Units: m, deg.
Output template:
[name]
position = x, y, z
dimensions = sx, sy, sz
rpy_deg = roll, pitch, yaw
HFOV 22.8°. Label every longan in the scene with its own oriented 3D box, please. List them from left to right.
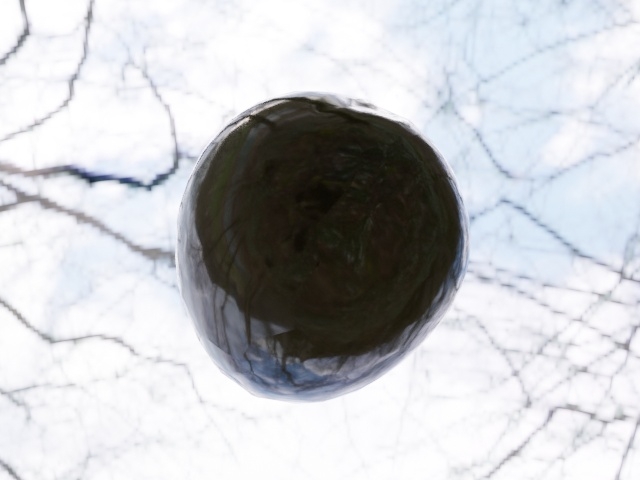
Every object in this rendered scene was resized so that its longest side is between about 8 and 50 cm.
[longan]
position = 0.000, 0.000, 0.876
dimensions = 0.189, 0.189, 0.189
rpy_deg = 0, -136, 0
